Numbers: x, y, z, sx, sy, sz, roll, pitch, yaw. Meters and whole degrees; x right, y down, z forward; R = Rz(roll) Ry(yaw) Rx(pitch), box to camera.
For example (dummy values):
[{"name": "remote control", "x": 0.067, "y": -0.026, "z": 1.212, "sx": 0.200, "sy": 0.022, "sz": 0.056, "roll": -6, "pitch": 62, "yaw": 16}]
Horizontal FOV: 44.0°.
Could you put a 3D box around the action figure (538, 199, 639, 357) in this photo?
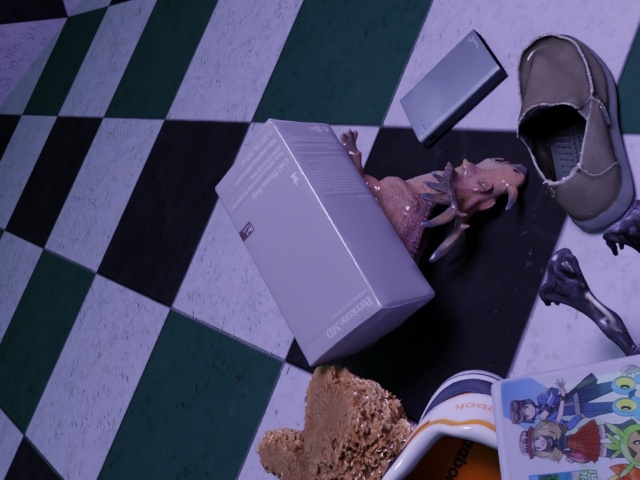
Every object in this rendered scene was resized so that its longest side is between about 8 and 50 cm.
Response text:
[{"name": "action figure", "x": 0.300, "y": 0.093, "z": 0.579, "sx": 0.164, "sy": 0.141, "sz": 0.275, "roll": -46, "pitch": 55, "yaw": 10}]

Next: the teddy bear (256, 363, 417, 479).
[{"name": "teddy bear", "x": 0.005, "y": 0.303, "z": 0.848, "sx": 0.245, "sy": 0.113, "sz": 0.337, "roll": 8, "pitch": 82, "yaw": 58}]

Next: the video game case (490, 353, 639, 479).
[{"name": "video game case", "x": 0.254, "y": 0.222, "z": 0.458, "sx": 0.300, "sy": 0.036, "sz": 0.329, "roll": -20, "pitch": 63, "yaw": 38}]

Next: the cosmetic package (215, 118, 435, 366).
[{"name": "cosmetic package", "x": 0.000, "y": 0.000, "z": 0.850, "sx": 0.127, "sy": 0.107, "sz": 0.238, "roll": -46, "pitch": 63, "yaw": 34}]

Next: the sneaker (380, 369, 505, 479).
[{"name": "sneaker", "x": 0.085, "y": 0.270, "z": 0.672, "sx": 0.126, "sy": 0.127, "sz": 0.321, "roll": 17, "pitch": 98, "yaw": 12}]

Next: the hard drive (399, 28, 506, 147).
[{"name": "hard drive", "x": 0.168, "y": -0.195, "z": 1.015, "sx": 0.135, "sy": 0.022, "sz": 0.094, "roll": -43, "pitch": 40, "yaw": 24}]

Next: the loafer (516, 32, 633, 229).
[{"name": "loafer", "x": 0.252, "y": -0.132, "z": 0.816, "sx": 0.094, "sy": 0.087, "sz": 0.251, "roll": -34, "pitch": 45, "yaw": 33}]

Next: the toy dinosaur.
[{"name": "toy dinosaur", "x": 0.084, "y": 0.004, "z": 0.915, "sx": 0.200, "sy": 0.127, "sz": 0.295, "roll": 39, "pitch": 105, "yaw": 45}]
